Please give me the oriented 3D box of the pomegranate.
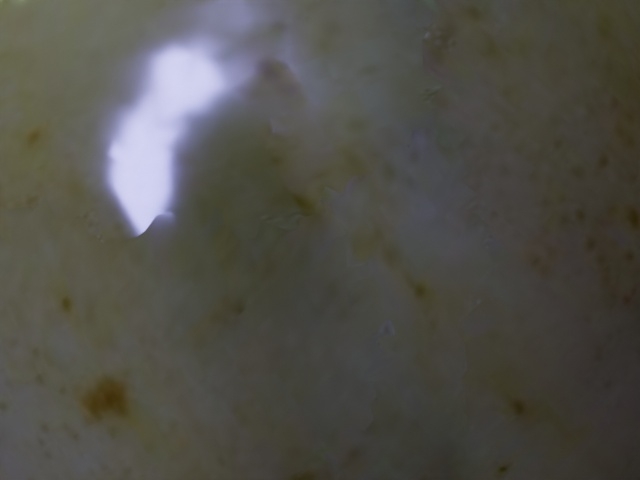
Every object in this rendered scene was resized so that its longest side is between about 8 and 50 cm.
[{"bbox_3d":[0.000,0.000,0.539,0.319,0.319,0.319,-12,18,4],"label":"pomegranate"}]
